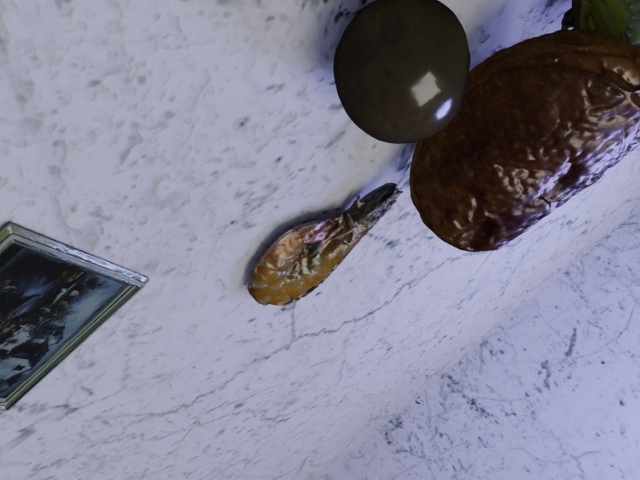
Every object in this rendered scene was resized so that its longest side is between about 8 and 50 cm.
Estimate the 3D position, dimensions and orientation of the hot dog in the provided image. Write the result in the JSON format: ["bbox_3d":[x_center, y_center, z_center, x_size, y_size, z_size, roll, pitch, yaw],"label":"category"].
[{"bbox_3d":[0.314,-0.148,0.808,0.267,0.174,0.387,29,131,-16],"label":"hot dog"}]

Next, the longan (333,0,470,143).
[{"bbox_3d":[0.099,-0.199,0.610,0.187,0.167,0.167,-20,147,-49],"label":"longan"}]

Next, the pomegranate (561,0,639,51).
[{"bbox_3d":[0.533,-0.368,0.744,0.340,0.261,0.260,-7,159,21],"label":"pomegranate"}]

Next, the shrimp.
[{"bbox_3d":[0.000,0.000,0.881,0.317,0.062,0.164,-42,148,9],"label":"shrimp"}]

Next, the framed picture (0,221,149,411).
[{"bbox_3d":[-0.389,0.119,0.646,0.296,0.019,0.232,-42,151,5],"label":"framed picture"}]
